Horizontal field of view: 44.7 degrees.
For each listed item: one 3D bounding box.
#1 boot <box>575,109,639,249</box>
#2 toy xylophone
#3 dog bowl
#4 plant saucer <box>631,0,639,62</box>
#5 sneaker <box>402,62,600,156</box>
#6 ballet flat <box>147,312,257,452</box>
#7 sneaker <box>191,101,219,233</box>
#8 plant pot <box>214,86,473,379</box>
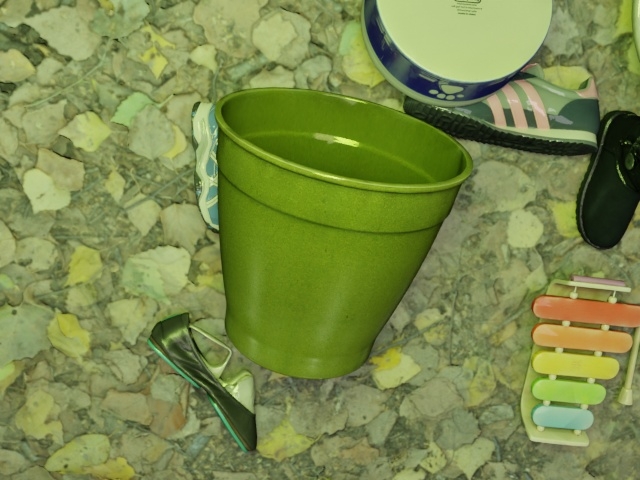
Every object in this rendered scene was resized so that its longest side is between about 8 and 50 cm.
[{"bbox_3d":[0.500,-0.081,1.235,0.094,0.207,0.247,5,105,-7],"label":"boot"},{"bbox_3d":[0.471,0.206,1.376,0.236,0.081,0.323,-1,106,-6],"label":"toy xylophone"},{"bbox_3d":[0.197,-0.337,1.139,0.264,0.104,0.265,1,82,-8],"label":"dog bowl"},{"bbox_3d":[0.668,-0.375,1.226,0.400,0.100,0.401,-1,106,-5],"label":"plant saucer"},{"bbox_3d":[0.291,-0.224,1.243,0.319,0.112,0.131,11,83,-8],"label":"sneaker"},{"bbox_3d":[-0.172,0.236,1.317,0.096,0.095,0.280,-40,106,-7],"label":"ballet flat"},{"bbox_3d":[-0.156,-0.112,1.226,0.081,0.080,0.211,-2,107,-2],"label":"sneaker"},{"bbox_3d":[0.000,0.000,1.161,0.366,0.366,0.353,9,117,-8],"label":"plant pot"}]
